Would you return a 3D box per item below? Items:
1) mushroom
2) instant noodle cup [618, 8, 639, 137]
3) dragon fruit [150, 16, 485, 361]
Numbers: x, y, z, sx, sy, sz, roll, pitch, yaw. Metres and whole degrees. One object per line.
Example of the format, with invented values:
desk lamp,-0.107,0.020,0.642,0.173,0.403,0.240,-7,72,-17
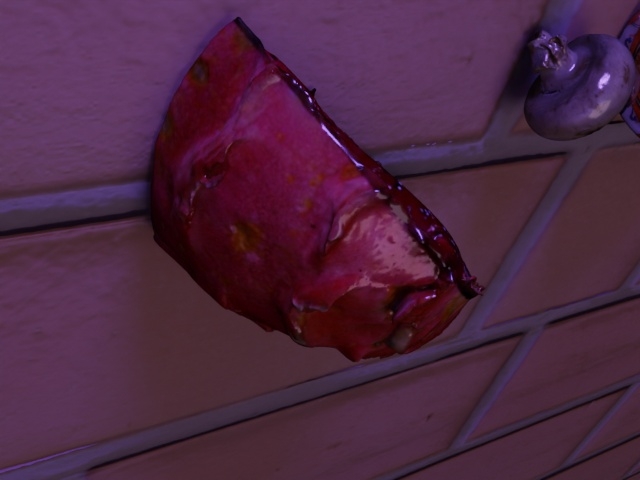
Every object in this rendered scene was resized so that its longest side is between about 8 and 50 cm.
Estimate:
mushroom,0.175,-0.116,0.597,0.079,0.085,0.085,36,108,-26
instant noodle cup,0.316,-0.137,0.656,0.135,0.127,0.127,-18,144,-39
dragon fruit,0.000,0.000,0.528,0.189,0.163,0.261,-17,155,24
